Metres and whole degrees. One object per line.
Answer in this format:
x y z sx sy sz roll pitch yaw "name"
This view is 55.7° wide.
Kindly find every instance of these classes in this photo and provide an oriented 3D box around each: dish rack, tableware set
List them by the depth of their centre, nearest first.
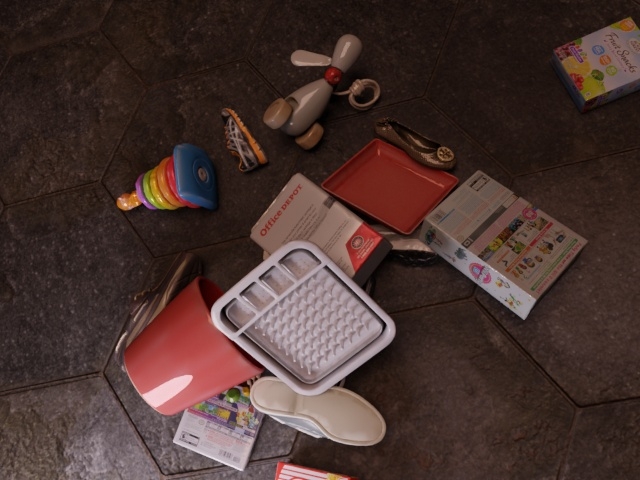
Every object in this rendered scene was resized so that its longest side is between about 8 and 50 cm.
-0.034 0.162 1.304 0.285 0.072 0.333 -40 111 15 "dish rack"
-0.203 0.322 1.513 0.104 0.024 0.154 -20 57 0 "tableware set"

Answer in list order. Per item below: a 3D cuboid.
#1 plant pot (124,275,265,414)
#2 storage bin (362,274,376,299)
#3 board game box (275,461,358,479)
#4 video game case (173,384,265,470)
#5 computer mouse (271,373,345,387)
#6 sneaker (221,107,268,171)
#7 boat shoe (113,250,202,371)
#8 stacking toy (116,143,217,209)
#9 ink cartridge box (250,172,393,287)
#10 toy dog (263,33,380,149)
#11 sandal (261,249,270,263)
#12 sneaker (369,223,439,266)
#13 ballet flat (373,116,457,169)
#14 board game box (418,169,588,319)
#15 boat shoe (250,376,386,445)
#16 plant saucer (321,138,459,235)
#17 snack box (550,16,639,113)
-0.301 0.261 1.418 0.243 0.275 0.275 -36 67 1 "plant pot"
0.037 0.120 1.501 0.180 0.084 0.122 9 74 18 "storage bin"
-0.018 0.586 1.349 0.193 0.045 0.147 -2 70 31 "board game box"
-0.243 0.442 1.495 0.201 0.023 0.183 15 76 19 "video game case"
-0.028 0.331 1.470 0.193 0.042 0.106 7 69 22 "computer mouse"
-0.233 -0.286 1.713 0.083 0.084 0.215 -35 68 6 "sneaker"
-0.434 0.179 1.576 0.130 0.132 0.355 21 76 20 "boat shoe"
-0.449 -0.143 1.698 0.302 0.175 0.166 -16 73 23 "stacking toy"
0.000 0.000 1.432 0.273 0.114 0.197 39 93 22 "ink cartridge box"
-0.021 -0.408 1.661 0.333 0.220 0.161 -36 35 -8 "toy dog"
-0.126 0.093 1.564 0.090 0.060 0.219 7 73 16 "sandal"
0.163 -0.005 1.515 0.271 0.100 0.108 7 61 11 "sneaker"
0.246 -0.260 1.581 0.250 0.058 0.084 34 47 24 "ballet flat"
0.417 0.001 1.399 0.303 0.097 0.224 39 62 23 "board game box"
-0.006 0.396 1.408 0.319 0.099 0.116 15 66 6 "boat shoe"
0.175 -0.130 1.523 0.259 0.048 0.258 30 52 22 "plant saucer"
0.721 -0.443 1.529 0.207 0.070 0.174 -23 67 4 "snack box"
